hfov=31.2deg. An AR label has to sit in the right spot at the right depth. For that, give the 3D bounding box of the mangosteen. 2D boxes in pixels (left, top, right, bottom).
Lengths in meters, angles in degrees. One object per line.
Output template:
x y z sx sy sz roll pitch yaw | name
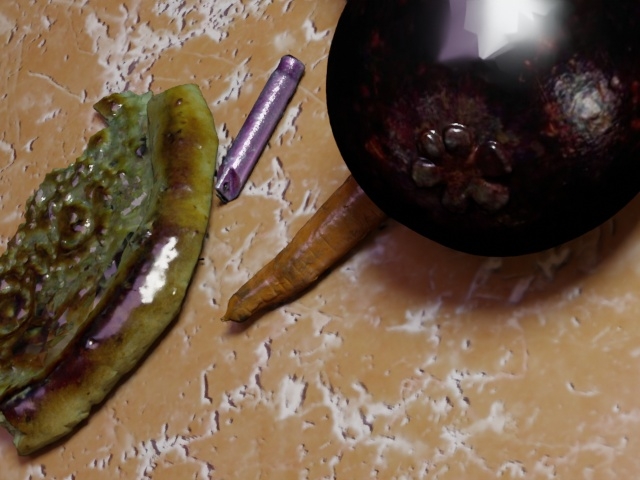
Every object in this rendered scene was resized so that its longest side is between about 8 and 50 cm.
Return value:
0.154 -0.131 0.979 0.297 0.313 0.296 2 102 12 | mangosteen

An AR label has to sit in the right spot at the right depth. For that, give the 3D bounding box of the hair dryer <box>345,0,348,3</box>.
0.028 -0.332 1.213 0.091 0.235 0.271 -26 29 -3 | hair dryer

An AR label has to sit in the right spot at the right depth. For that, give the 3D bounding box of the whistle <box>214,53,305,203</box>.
-0.066 -0.120 1.223 0.033 0.033 0.176 20 75 34 | whistle

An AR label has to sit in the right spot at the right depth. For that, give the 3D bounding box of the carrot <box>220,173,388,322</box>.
0.000 0.000 1.112 0.248 0.059 0.059 -43 53 6 | carrot

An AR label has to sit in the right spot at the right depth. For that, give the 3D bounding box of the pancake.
-0.250 0.004 1.235 0.305 0.067 0.426 32 84 38 | pancake
